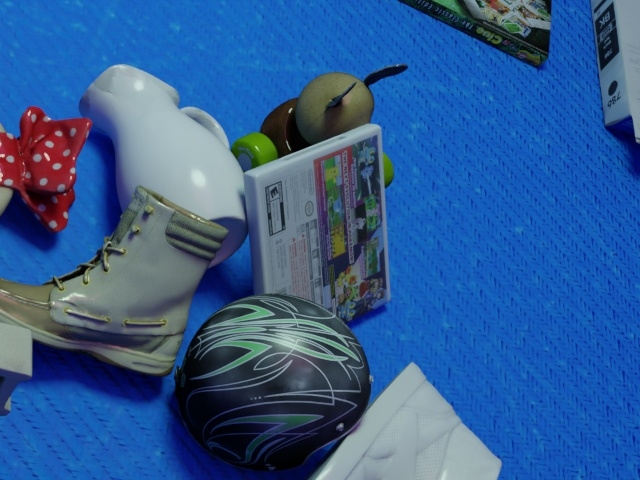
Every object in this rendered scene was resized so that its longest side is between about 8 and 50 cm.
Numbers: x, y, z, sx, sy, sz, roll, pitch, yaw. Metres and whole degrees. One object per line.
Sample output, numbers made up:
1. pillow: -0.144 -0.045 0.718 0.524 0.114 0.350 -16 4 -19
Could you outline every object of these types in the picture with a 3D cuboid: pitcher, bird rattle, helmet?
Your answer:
1. pitcher: -0.135 -0.071 1.589 0.177 0.125 0.207 7 43 -46
2. bird rattle: -0.354 -0.079 1.479 0.253 0.143 0.207 45 57 -14
3. helmet: -0.043 0.128 1.462 0.169 0.161 0.169 18 52 -25

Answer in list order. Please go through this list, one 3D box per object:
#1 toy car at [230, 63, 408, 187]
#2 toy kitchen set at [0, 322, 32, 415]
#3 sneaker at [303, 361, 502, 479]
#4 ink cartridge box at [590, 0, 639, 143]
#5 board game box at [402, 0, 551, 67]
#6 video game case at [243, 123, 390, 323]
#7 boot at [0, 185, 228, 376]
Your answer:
1. toy car: 0.023 -0.119 1.661 0.155 0.188 0.149 -30 77 -42
2. toy kitchen set: -0.290 0.178 1.128 0.122 0.166 0.207 11 54 -24
3. sneaker: 0.069 0.257 1.482 0.169 0.108 0.292 45 49 3
4. ink cartridge box: 0.454 -0.219 2.088 0.165 0.065 0.333 18 49 -20
5. board game box: 0.184 -0.330 2.022 0.259 0.030 0.136 24 51 -16
6. video game case: 0.000 0.000 1.586 0.023 0.201 0.183 16 29 42
7. boot: -0.204 0.022 1.435 0.213 0.165 0.077 20 11 -25
